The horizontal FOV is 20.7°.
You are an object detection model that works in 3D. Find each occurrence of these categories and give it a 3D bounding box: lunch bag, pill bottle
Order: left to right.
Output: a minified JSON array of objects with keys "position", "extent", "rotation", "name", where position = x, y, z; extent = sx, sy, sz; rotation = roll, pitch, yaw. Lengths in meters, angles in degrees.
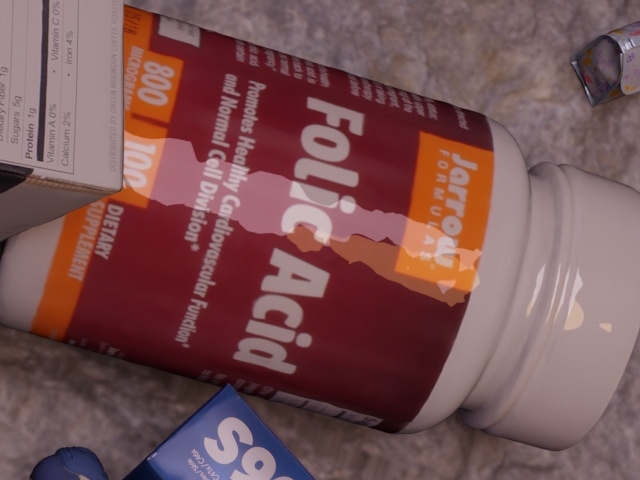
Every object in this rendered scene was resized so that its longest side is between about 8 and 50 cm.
[{"position":[0.000,0.000,1.149],"extent":[0.392,0.224,0.224],"rotation":[16,72,-10],"name":"pill bottle"},{"position":[0.241,-0.140,1.328],"extent":[0.071,0.083,0.053],"rotation":[-21,81,-20],"name":"lunch bag"}]

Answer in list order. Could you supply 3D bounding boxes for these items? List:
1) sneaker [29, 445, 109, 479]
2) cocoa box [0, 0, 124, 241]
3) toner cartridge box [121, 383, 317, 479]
[{"position":[-0.180,0.275,1.088],"extent":[0.131,0.112,0.296],"rotation":[-2,72,-9],"name":"sneaker"},{"position":[-0.300,-0.112,1.004],"extent":[0.228,0.347,0.231],"rotation":[10,72,-40],"name":"cocoa box"},{"position":[0.015,0.256,1.116],"extent":[0.075,0.165,0.348],"rotation":[-41,88,-20],"name":"toner cartridge box"}]
